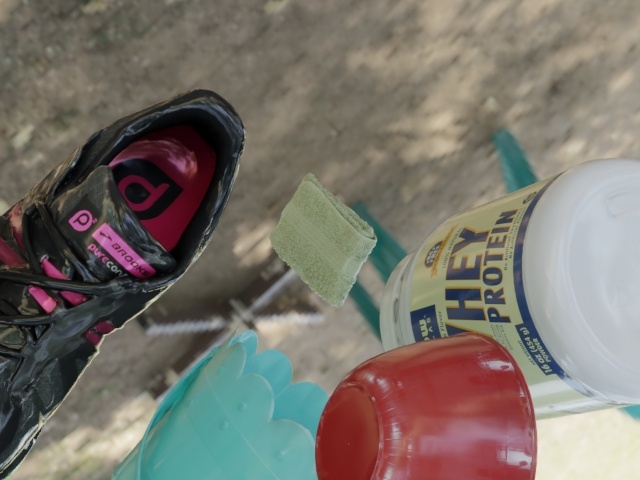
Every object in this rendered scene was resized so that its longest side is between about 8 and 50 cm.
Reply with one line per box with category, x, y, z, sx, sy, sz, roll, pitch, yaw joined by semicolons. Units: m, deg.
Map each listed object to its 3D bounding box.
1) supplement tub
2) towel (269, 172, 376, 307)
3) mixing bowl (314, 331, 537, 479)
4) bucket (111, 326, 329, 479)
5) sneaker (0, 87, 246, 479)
supplement tub;0.225;0.063;1.479;0.235;0.235;0.325;-29;-177;-31
towel;0.000;0.000;1.700;0.027;0.148;0.110;7;118;-44
mixing bowl;0.059;0.147;1.030;0.098;0.181;0.181;12;127;-29
bucket;-0.049;0.239;1.366;0.183;0.281;0.281;-44;158;3
sneaker;-0.234;0.029;1.270;0.483;0.185;0.202;-55;-173;-28
